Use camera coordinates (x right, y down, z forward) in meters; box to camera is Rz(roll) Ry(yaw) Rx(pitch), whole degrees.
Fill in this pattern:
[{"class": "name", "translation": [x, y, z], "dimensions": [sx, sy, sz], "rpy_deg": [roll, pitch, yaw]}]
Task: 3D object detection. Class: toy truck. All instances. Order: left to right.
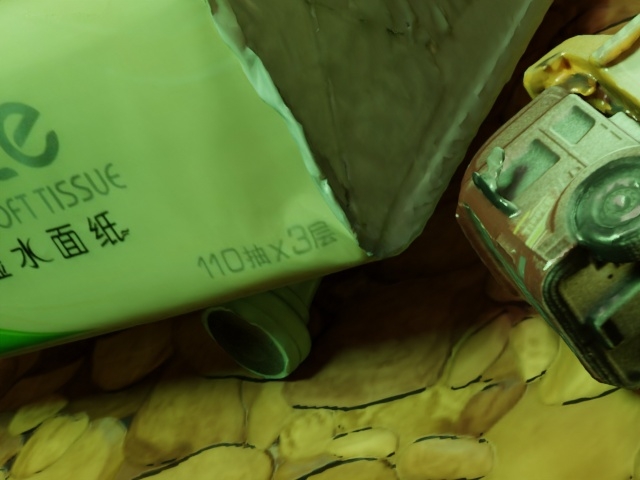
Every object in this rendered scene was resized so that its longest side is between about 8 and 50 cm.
[{"class": "toy truck", "translation": [0.188, -0.064, 0.768], "dimensions": [0.270, 0.114, 0.135], "rpy_deg": [-40, 38, -1]}]

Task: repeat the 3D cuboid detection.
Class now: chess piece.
[{"class": "chess piece", "translation": [0.000, 0.000, 0.928], "dimensions": [0.059, 0.059, 0.149], "rpy_deg": [5, 51, 46]}]

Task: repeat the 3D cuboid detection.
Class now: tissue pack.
[{"class": "tissue pack", "translation": [-0.101, -0.109, 0.959], "dimensions": [0.405, 0.205, 0.332], "rpy_deg": [-14, 28, 38]}]
